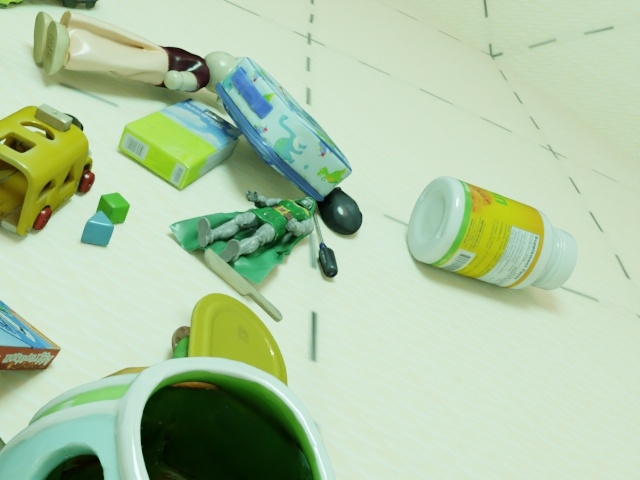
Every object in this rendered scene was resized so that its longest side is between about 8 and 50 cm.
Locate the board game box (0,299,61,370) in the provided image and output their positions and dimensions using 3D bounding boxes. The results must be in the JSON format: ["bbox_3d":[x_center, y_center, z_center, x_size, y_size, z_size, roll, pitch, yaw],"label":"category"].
[{"bbox_3d":[-0.356,0.015,0.580,0.281,0.027,0.145,35,-4,10],"label":"board game box"}]

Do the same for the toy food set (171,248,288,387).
[{"bbox_3d":[-0.097,0.126,0.682,0.128,0.071,0.218,41,25,-30],"label":"toy food set"}]

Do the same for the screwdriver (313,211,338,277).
[{"bbox_3d":[0.000,0.000,0.993,0.024,0.025,0.170,16,24,-20],"label":"screwdriver"}]

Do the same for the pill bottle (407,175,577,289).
[{"bbox_3d":[0.273,-0.001,1.098,0.245,0.136,0.136,17,33,-20],"label":"pill bottle"}]

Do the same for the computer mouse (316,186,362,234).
[{"bbox_3d":[0.020,-0.093,1.116,0.071,0.041,0.242,13,34,-25],"label":"computer mouse"}]

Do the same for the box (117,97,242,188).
[{"bbox_3d":[-0.195,-0.145,1.009,0.109,0.042,0.178,33,30,4],"label":"box"}]

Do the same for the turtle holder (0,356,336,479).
[{"bbox_3d":[-0.091,0.212,0.389,0.243,0.227,0.320,24,31,-11],"label":"turtle holder"}]

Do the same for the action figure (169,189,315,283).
[{"bbox_3d":[-0.070,-0.022,0.922,0.137,0.063,0.232,35,27,15],"label":"action figure"}]

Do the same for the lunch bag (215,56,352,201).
[{"bbox_3d":[-0.060,-0.168,1.047,0.176,0.090,0.219,40,10,-48],"label":"lunch bag"}]

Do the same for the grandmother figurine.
[{"bbox_3d":[-0.251,-0.276,1.095,0.342,0.104,0.208,1,34,-38],"label":"grandmother figurine"}]

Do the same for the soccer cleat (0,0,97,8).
[{"bbox_3d":[-0.473,-0.453,1.154,0.093,0.121,0.289,41,33,18],"label":"soccer cleat"}]

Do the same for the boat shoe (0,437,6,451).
[{"bbox_3d":[-0.338,0.160,0.394,0.104,0.111,0.307,40,22,24],"label":"boat shoe"}]

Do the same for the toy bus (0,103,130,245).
[{"bbox_3d":[-0.312,-0.097,0.782,0.191,0.104,0.202,0,42,-41],"label":"toy bus"}]
